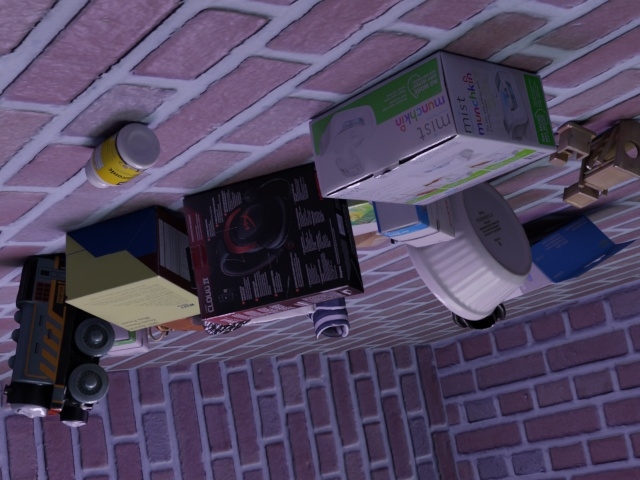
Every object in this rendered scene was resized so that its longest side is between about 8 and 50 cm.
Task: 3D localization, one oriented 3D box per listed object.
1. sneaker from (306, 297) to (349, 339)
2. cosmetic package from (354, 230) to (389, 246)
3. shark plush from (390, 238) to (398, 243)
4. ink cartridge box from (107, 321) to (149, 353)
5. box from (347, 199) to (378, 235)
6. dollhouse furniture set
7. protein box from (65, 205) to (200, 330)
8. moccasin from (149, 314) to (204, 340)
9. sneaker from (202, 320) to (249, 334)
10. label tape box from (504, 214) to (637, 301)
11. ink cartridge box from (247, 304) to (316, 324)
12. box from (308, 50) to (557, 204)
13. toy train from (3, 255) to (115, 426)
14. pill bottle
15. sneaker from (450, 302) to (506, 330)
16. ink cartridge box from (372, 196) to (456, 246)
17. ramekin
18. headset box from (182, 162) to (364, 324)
[{"bbox_3d":[0.001,0.198,2.817,0.099,0.153,0.282,-5,167,-18],"label":"sneaker"},{"bbox_3d":[0.117,-0.021,2.207,0.060,0.041,0.115,-5,166,-25],"label":"cosmetic package"},{"bbox_3d":[0.177,-0.040,2.068,0.161,0.073,0.067,-21,167,-45],"label":"shark plush"},{"bbox_3d":[-0.440,0.158,2.277,0.092,0.160,0.219,-9,167,-2],"label":"ink cartridge box"},{"bbox_3d":[-0.027,-0.037,1.986,0.321,0.059,0.232,-15,167,18],"label":"box"},{"bbox_3d":[0.454,-0.154,1.859,0.160,0.101,0.182,20,158,-16],"label":"dollhouse furniture set"},{"bbox_3d":[-0.319,0.056,1.899,0.199,0.136,0.201,-15,154,22],"label":"protein box"},{"bbox_3d":[-0.326,0.149,2.340,0.146,0.139,0.380,-9,179,7],"label":"moccasin"},{"bbox_3d":[-0.108,0.057,1.995,0.299,0.121,0.111,-26,152,-10],"label":"sneaker"},{"bbox_3d":[0.545,0.039,2.510,0.240,0.106,0.333,-27,179,-34],"label":"label tape box"},{"bbox_3d":[-0.117,0.093,2.191,0.201,0.117,0.278,-10,-176,0],"label":"ink cartridge box"},{"bbox_3d":[0.157,-0.146,1.497,0.231,0.127,0.262,3,162,-43],"label":"box"},{"bbox_3d":[-0.495,0.185,2.018,0.190,0.334,0.142,10,164,-17],"label":"toy train"},{"bbox_3d":[-0.275,-0.112,1.443,0.065,0.065,0.116,1,164,-40],"label":"pill bottle"},{"bbox_3d":[0.318,0.081,2.322,0.169,0.258,0.447,-14,167,14],"label":"sneaker"},{"bbox_3d":[0.154,-0.072,1.786,0.082,0.140,0.190,-16,166,21],"label":"ink cartridge box"},{"bbox_3d":[0.281,0.002,1.962,0.127,0.273,0.272,-33,157,32],"label":"ramekin"},{"bbox_3d":[-0.095,0.012,1.781,0.293,0.218,0.110,-15,167,15],"label":"headset box"}]
